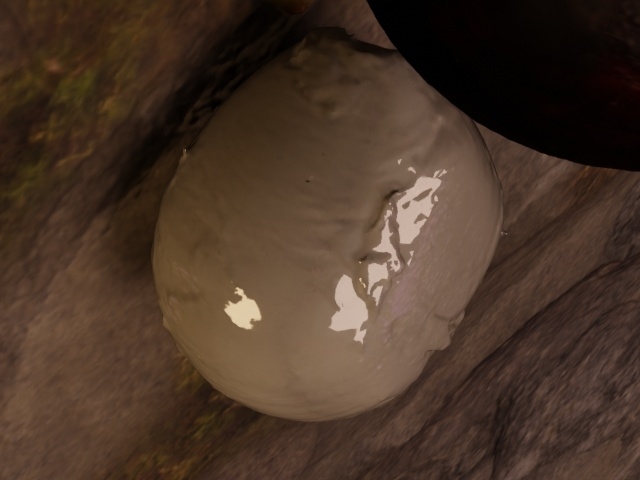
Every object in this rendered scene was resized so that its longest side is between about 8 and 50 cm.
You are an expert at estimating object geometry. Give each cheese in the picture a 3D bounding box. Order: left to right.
[{"bbox_3d":[0.000,0.000,0.823,0.189,0.154,0.198,-63,152,-11],"label":"cheese"}]

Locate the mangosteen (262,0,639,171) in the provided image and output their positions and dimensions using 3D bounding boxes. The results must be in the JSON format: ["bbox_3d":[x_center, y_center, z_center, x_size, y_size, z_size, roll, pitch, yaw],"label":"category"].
[{"bbox_3d":[0.118,-0.172,0.611,0.330,0.330,0.330,-36,152,-23],"label":"mangosteen"}]
